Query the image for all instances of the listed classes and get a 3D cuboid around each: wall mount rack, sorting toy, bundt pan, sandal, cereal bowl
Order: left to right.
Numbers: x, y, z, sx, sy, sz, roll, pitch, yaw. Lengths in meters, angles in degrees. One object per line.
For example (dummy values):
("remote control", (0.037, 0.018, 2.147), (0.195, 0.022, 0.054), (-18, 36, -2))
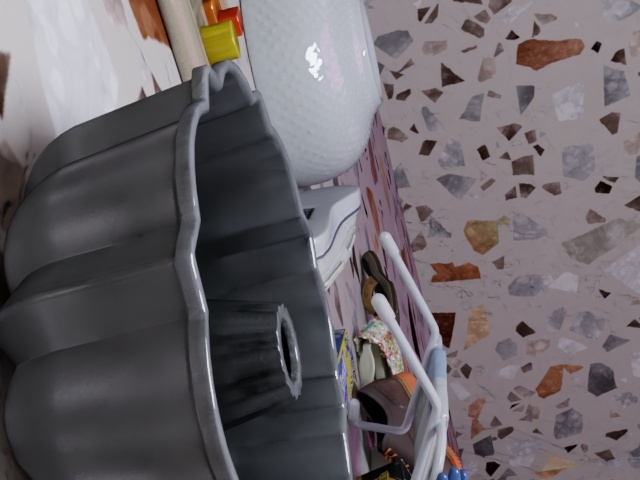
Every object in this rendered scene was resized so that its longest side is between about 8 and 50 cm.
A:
("bundt pan", (-0.075, 0.072, 0.568), (0.331, 0.124, 0.330), (-11, 90, -82))
("sorting toy", (-0.108, -0.232, 0.972), (0.196, 0.047, 0.347), (-84, 161, -62))
("cereal bowl", (0.002, -0.250, 1.391), (0.339, 0.141, 0.338), (-11, 90, -82))
("sandal", (0.102, 0.097, 1.885), (0.219, 0.060, 0.090), (-113, -171, -50))
("wall mount rack", (0.102, 0.174, 1.309), (0.350, 0.131, 0.304), (-78, 180, -68))

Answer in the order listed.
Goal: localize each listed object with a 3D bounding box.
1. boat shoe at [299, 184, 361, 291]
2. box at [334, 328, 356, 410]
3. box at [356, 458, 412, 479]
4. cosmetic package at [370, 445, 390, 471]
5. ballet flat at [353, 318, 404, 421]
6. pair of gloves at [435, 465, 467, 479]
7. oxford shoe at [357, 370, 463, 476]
("boat shoe", (0.000, 0.000, 1.226), (0.267, 0.096, 0.088), (-70, 152, -71))
("box", (0.005, 0.159, 1.181), (0.169, 0.054, 0.059), (-65, 143, -74))
("box", (0.158, 0.495, 1.370), (0.322, 0.079, 0.257), (60, 11, -24))
("cosmetic package", (0.112, 0.385, 1.619), (0.060, 0.041, 0.115), (-87, 163, -55))
("ballet flat", (0.101, 0.249, 1.660), (0.077, 0.091, 0.241), (-12, 87, -51))
("pair of gloves", (0.094, 0.331, 1.144), (0.023, 0.198, 0.159), (40, -58, 43))
("oxford shoe", (0.139, 0.330, 1.535), (0.271, 0.098, 0.097), (63, -30, 32))
